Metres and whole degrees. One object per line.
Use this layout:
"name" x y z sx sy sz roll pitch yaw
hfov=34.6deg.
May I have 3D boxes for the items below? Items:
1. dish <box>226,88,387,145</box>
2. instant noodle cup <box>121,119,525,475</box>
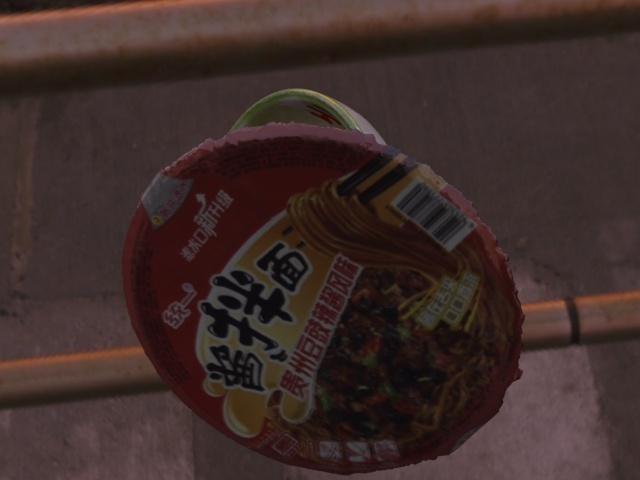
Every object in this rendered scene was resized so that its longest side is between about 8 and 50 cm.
"dish" 0.000 0.000 1.144 0.124 0.324 0.324 4 51 -39
"instant noodle cup" 0.006 0.027 0.698 0.274 0.273 0.090 14 33 10
